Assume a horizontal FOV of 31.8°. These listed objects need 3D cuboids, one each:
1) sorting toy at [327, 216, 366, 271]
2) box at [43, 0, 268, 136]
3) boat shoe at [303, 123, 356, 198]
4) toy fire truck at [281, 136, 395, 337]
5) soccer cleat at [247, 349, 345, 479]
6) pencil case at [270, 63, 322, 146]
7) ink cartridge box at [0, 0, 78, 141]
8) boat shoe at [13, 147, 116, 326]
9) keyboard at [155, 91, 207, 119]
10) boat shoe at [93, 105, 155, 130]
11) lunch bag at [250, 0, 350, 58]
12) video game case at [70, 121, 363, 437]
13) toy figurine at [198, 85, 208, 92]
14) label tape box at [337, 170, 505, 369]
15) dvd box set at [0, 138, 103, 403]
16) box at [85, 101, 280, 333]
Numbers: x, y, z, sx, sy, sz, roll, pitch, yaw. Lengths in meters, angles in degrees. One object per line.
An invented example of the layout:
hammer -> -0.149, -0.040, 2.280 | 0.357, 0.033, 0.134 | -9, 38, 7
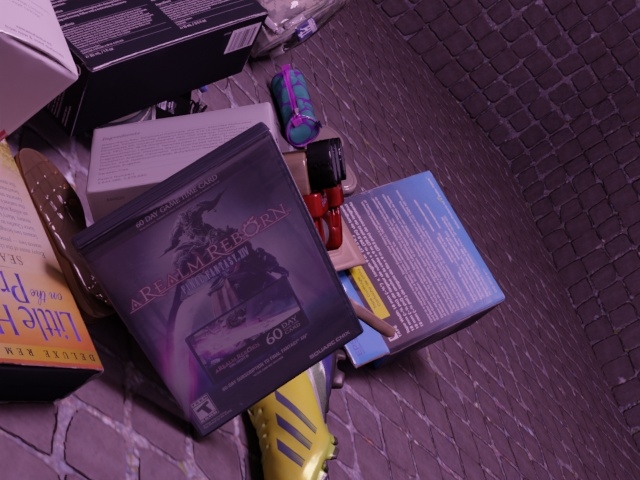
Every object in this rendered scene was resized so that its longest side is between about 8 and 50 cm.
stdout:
sorting toy -> -0.053, -0.028, 1.542 | 0.208, 0.038, 0.193 | -11, 66, -43
box -> -0.217, -0.240, 1.220 | 0.184, 0.103, 0.261 | 47, 45, 15
boat shoe -> 0.010, -0.129, 1.967 | 0.206, 0.075, 0.065 | -112, -157, -47
toy fire truck -> 0.000, 0.000, 1.397 | 0.217, 0.158, 0.247 | -51, 133, -82
soccer cleat -> -0.042, 0.196, 1.227 | 0.121, 0.093, 0.289 | 21, 31, -8
pencil case -> -0.044, -0.236, 1.966 | 0.070, 0.064, 0.152 | 74, -1, -47
ink cartridge box -> -0.294, -0.174, 0.848 | 0.092, 0.158, 0.218 | 28, 32, -56
boat shoe -> -0.248, 0.000, 1.028 | 0.178, 0.060, 0.064 | 63, 23, 11
keyboard -> -0.205, -0.164, 1.499 | 0.100, 0.038, 0.192 | 24, 30, -17
boat shoe -> -0.266, -0.231, 1.359 | 0.099, 0.116, 0.320 | 80, -10, -51
lunch bag -> -0.111, -0.481, 2.017 | 0.305, 0.212, 0.256 | 54, 34, -3
video game case -> -0.084, 0.046, 1.044 | 0.026, 0.196, 0.274 | 48, -13, 47
toy figurine -> -0.159, -0.311, 1.502 | 0.362, 0.191, 0.217 | -163, -117, -85
label tape box -> 0.087, 0.054, 1.677 | 0.333, 0.106, 0.241 | -19, 74, -40
dvd box set -> -0.353, -0.070, 0.877 | 0.421, 0.062, 0.307 | 62, 18, 19
box -> -0.120, -0.021, 1.109 | 0.119, 0.181, 0.181 | -99, 180, -53
